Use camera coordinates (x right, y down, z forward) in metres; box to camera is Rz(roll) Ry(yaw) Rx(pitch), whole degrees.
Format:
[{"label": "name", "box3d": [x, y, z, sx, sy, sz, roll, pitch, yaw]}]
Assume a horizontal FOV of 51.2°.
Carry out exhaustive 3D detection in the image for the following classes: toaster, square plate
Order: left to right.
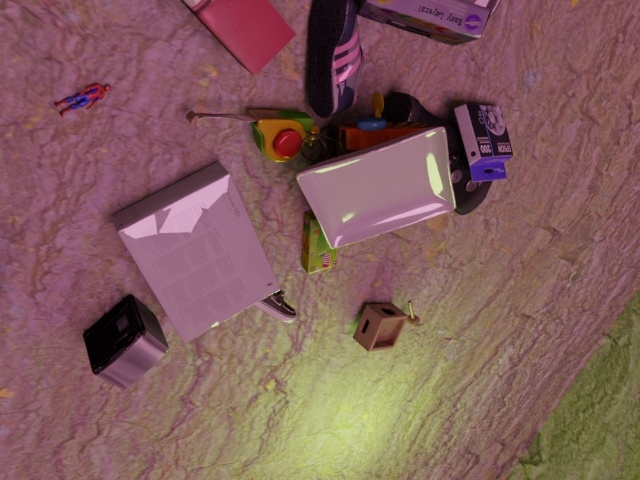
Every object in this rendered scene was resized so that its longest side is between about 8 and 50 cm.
[{"label": "toaster", "box3d": [-0.477, 0.251, 1.637, 0.168, 0.185, 0.110, -42, 130, 0]}, {"label": "square plate", "box3d": [0.143, -0.125, 1.604, 0.344, 0.049, 0.347, -18, 148, 5]}]

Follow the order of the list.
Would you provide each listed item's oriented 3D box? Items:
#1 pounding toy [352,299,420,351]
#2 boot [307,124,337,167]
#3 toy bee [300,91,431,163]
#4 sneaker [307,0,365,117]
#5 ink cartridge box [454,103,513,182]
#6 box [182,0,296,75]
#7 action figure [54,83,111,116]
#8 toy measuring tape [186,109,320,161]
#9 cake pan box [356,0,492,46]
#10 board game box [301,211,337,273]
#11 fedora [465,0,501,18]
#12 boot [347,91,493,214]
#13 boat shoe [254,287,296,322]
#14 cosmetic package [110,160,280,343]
[{"label": "pounding toy", "box3d": [0.226, 0.251, 2.164, 0.206, 0.094, 0.181, 1, 117, -44]}, {"label": "boot", "box3d": [-0.001, -0.230, 1.685, 0.106, 0.037, 0.114, -32, 139, -27]}, {"label": "toy bee", "box3d": [0.107, -0.263, 1.606, 0.298, 0.162, 0.195, 16, 109, -12]}, {"label": "sneaker", "box3d": [0.048, -0.444, 1.527, 0.131, 0.112, 0.319, -26, 139, -37]}, {"label": "ink cartridge box", "box3d": [0.457, -0.268, 1.830, 0.206, 0.045, 0.208, -11, 87, -48]}, {"label": "box", "box3d": [-0.182, -0.464, 1.314, 0.127, 0.148, 0.232, -44, 134, 4]}, {"label": "action figure", "box3d": [-0.474, -0.285, 1.345, 0.115, 0.030, 0.038, -30, 129, -13]}, {"label": "toy measuring tape", "box3d": [-0.149, -0.238, 1.534, 0.330, 0.121, 0.121, -5, 125, -30]}, {"label": "cake pan box", "box3d": [0.206, -0.486, 1.420, 0.246, 0.267, 0.070, 18, 102, -7]}, {"label": "board game box", "box3d": [0.000, 0.000, 1.855, 0.092, 0.043, 0.181, -15, 130, -24]}, {"label": "fedora", "box3d": [0.348, -0.598, 1.575, 0.244, 0.124, 0.275, 26, 106, -43]}, {"label": "boot", "box3d": [0.273, -0.167, 1.854, 0.445, 0.146, 0.367, 20, 112, -46]}, {"label": "boat shoe", "box3d": [-0.133, 0.163, 1.866, 0.070, 0.078, 0.219, -50, 131, 6]}, {"label": "cosmetic package", "box3d": [-0.291, 0.035, 1.633, 0.284, 0.097, 0.377, -27, 127, -10]}]
